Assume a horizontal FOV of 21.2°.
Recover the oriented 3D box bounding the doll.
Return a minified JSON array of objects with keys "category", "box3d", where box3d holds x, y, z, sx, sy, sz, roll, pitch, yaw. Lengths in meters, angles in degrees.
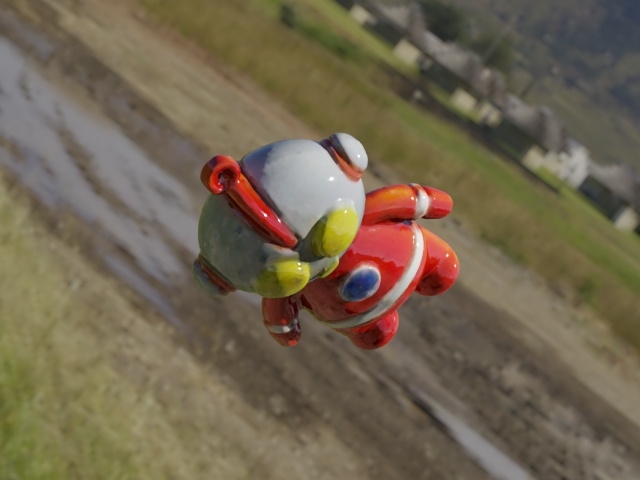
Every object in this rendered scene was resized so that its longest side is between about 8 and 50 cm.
[{"category":"doll","box3d":[0.000,0.000,1.012,0.076,0.142,0.245,52,9,30]}]
